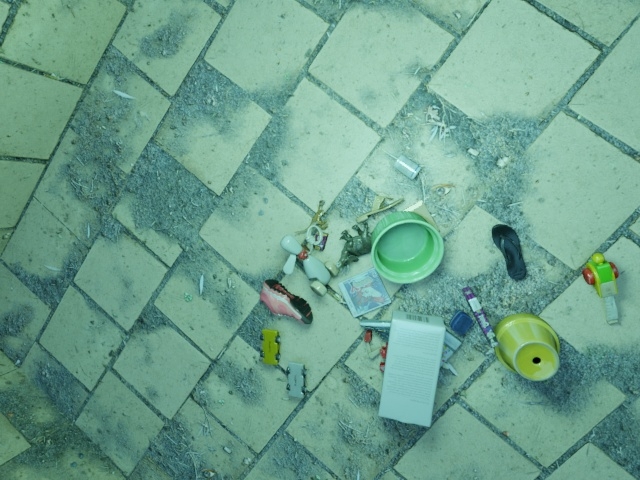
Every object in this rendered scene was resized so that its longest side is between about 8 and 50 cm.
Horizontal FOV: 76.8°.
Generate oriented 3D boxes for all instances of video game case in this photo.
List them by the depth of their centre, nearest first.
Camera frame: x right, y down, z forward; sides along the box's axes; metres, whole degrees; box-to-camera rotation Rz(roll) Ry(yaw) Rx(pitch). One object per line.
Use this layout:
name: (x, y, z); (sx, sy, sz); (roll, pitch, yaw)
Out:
video game case: (0.667, 0.313, 1.696); (0.042, 0.232, 0.210); (-27, 88, 14)
video game case: (0.209, 0.248, 1.924); (0.201, 0.023, 0.183); (-26, 89, 16)

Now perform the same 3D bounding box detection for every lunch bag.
lunch bag: (0.622, 0.365, 1.801); (0.067, 0.065, 0.098); (31, 102, -6)

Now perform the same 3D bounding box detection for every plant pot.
plant pot: (0.856, 0.451, 1.655); (0.254, 0.239, 0.254); (2, 97, 15)

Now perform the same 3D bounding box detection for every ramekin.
ramekin: (0.361, 0.020, 1.744); (0.303, 0.148, 0.303); (-1, 117, -1)

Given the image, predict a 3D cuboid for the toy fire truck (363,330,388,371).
toy fire truck: (0.277, 0.531, 1.923); (0.135, 0.047, 0.192); (1, 97, 16)

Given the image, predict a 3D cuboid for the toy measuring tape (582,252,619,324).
toy measuring tape: (1.142, 0.183, 1.637); (0.121, 0.121, 0.330); (-20, 113, 17)

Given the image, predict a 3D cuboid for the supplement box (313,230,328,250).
supplement box: (0.000, 0.000, 1.945); (0.055, 0.043, 0.083); (17, 101, 12)

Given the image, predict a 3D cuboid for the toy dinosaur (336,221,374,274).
toy dinosaur: (0.189, 0.008, 1.874); (0.313, 0.121, 0.160); (-33, 103, 5)

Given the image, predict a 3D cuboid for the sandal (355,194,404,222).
sandal: (0.253, -0.165, 1.835); (0.240, 0.088, 0.079); (-27, 94, 21)

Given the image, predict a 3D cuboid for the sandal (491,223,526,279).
sandal: (0.812, 0.045, 1.718); (0.097, 0.054, 0.254); (-24, 89, 16)

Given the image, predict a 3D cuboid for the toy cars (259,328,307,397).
toy cars: (-0.178, 0.608, 2.042); (0.176, 0.087, 0.393); (-39, 88, 21)

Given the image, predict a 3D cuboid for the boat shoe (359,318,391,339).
boat shoe: (0.273, 0.421, 1.902); (0.183, 0.065, 0.083); (0, 95, 15)

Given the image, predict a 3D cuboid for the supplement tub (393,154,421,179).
supplement tub: (0.386, -0.325, 1.789); (0.107, 0.071, 0.071); (38, 104, 8)

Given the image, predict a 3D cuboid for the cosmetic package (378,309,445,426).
cosmetic package: (0.401, 0.557, 1.788); (0.230, 0.161, 0.453); (8, 98, 10)

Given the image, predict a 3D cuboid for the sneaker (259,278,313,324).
sneaker: (-0.173, 0.327, 2.008); (0.314, 0.116, 0.136); (37, 114, 16)

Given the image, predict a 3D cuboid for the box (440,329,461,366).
box: (0.528, 0.487, 1.854); (0.145, 0.038, 0.186); (38, 105, 9)

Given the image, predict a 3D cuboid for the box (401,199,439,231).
box: (0.413, -0.065, 1.836); (0.201, 0.021, 0.164); (-30, 88, 16)

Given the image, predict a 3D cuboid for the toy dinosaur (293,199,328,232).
toy dinosaur: (-0.022, -0.092, 1.942); (0.112, 0.064, 0.211); (36, 95, 28)

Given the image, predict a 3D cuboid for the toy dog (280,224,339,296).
toy dog: (-0.064, 0.105, 1.894); (0.161, 0.220, 0.333); (-10, 107, 60)
